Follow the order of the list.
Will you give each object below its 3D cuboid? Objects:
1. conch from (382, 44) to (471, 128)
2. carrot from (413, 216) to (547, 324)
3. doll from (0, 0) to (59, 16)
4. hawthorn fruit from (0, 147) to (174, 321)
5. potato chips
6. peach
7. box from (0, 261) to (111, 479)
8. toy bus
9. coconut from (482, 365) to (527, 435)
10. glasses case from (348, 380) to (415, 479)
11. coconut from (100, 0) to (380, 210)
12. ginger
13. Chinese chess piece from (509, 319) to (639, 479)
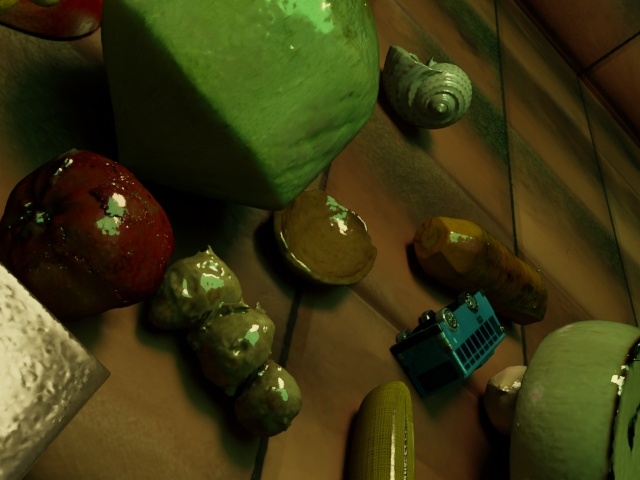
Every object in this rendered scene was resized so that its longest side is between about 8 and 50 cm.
[{"bbox_3d":[0.193,-0.283,1.528,0.172,0.131,0.200,14,15,-13],"label":"conch"},{"bbox_3d":[0.274,0.050,1.338,0.301,0.114,0.114,28,40,-38],"label":"carrot"},{"bbox_3d":[-0.456,-0.320,0.662,0.348,0.161,0.423,54,36,7],"label":"doll"},{"bbox_3d":[-0.199,0.006,0.716,0.172,0.148,0.148,36,33,-56],"label":"hawthorn fruit"},{"bbox_3d":[0.000,0.000,1.071,0.150,0.049,0.202,48,33,-4],"label":"potato chips"},{"bbox_3d":[-0.346,-0.326,0.897,0.279,0.068,0.189,-1,59,-54],"label":"peach"},{"bbox_3d":[-0.290,0.095,0.554,0.215,0.086,0.215,49,32,-11],"label":"box"},{"bbox_3d":[0.189,0.143,1.156,0.106,0.090,0.184,59,33,5],"label":"toy bus"},{"bbox_3d":[0.296,0.238,1.186,0.124,0.110,0.110,30,39,-43],"label":"coconut"},{"bbox_3d":[0.067,0.260,0.888,0.064,0.079,0.234,32,37,-21],"label":"glasses case"},{"bbox_3d":[-0.098,-0.181,0.887,0.328,0.328,0.281,11,22,-49],"label":"coconut"},{"bbox_3d":[-0.092,0.107,0.818,0.104,0.080,0.204,-38,90,-35],"label":"ginger"},{"bbox_3d":[0.395,0.286,1.120,0.349,0.146,0.350,-1,91,-51],"label":"Chinese chess piece"}]
